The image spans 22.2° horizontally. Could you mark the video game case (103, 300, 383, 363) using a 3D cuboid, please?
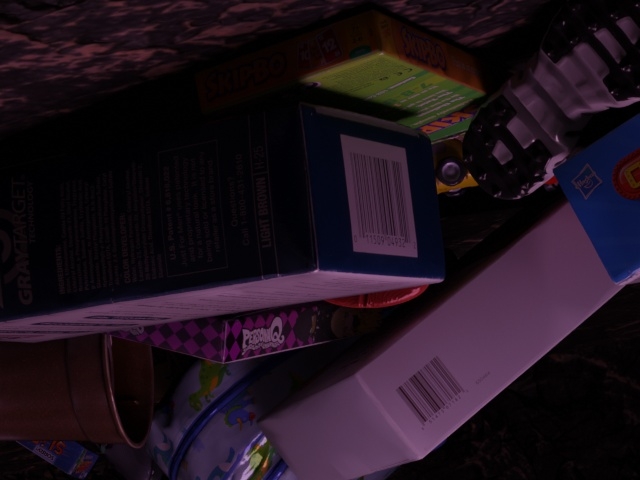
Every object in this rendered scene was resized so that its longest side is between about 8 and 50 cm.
[{"bbox_3d":[-0.099,0.052,1.382,0.232,0.042,0.210,10,-170,36],"label":"video game case"}]

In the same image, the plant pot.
[{"bbox_3d":[-0.260,0.124,1.566,0.165,0.167,0.167,-6,171,9],"label":"plant pot"}]

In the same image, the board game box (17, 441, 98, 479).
[{"bbox_3d":[-0.342,0.192,1.780,0.201,0.035,0.136,31,170,5],"label":"board game box"}]

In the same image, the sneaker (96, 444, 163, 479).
[{"bbox_3d":[-0.259,0.198,1.819,0.098,0.224,0.083,3,124,-40],"label":"sneaker"}]

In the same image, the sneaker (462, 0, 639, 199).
[{"bbox_3d":[0.183,-0.115,1.025,0.106,0.078,0.234,-32,170,-38],"label":"sneaker"}]

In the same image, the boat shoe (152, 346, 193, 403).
[{"bbox_3d":[-0.183,0.121,1.756,0.116,0.123,0.324,-26,173,39],"label":"boat shoe"}]

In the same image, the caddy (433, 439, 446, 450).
[{"bbox_3d":[0.017,0.193,2.195,0.341,0.179,0.241,-9,-169,-20],"label":"caddy"}]

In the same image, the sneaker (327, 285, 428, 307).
[{"bbox_3d":[0.000,0.000,1.348,0.221,0.087,0.128,12,-171,18],"label":"sneaker"}]

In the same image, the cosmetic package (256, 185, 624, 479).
[{"bbox_3d":[0.144,0.068,1.474,0.377,0.097,0.284,-37,178,-24],"label":"cosmetic package"}]

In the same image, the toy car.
[{"bbox_3d":[0.165,-0.081,1.218,0.239,0.053,0.225,-8,170,-27],"label":"toy car"}]

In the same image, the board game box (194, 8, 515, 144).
[{"bbox_3d":[0.038,-0.094,1.059,0.124,0.039,0.259,-16,166,25],"label":"board game box"}]

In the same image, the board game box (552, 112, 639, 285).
[{"bbox_3d":[0.348,-0.088,1.059,0.302,0.086,0.308,-35,165,27],"label":"board game box"}]

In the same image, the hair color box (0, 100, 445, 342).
[{"bbox_3d":[-0.112,-0.002,1.069,0.347,0.105,0.174,-10,172,29],"label":"hair color box"}]

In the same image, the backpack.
[{"bbox_3d":[-0.013,0.173,1.708,0.355,0.273,0.290,1,141,-42],"label":"backpack"}]
